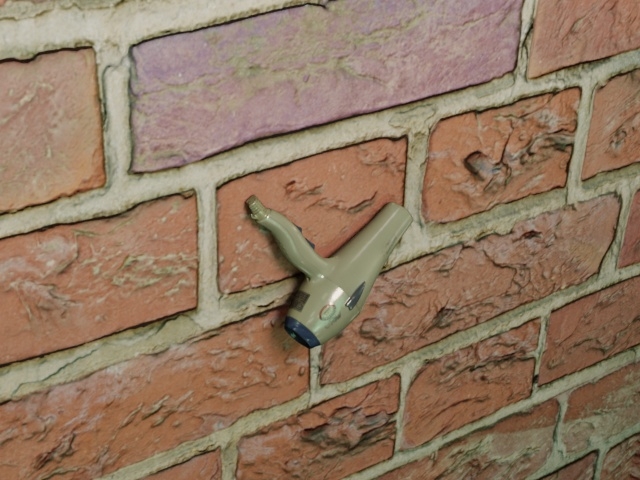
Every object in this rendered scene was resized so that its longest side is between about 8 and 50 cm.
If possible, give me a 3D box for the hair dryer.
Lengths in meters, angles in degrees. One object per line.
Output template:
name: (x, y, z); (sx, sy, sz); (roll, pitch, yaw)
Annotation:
hair dryer: (0.033, -0.001, 1.879); (0.296, 0.119, 0.298); (-32, 119, -27)
